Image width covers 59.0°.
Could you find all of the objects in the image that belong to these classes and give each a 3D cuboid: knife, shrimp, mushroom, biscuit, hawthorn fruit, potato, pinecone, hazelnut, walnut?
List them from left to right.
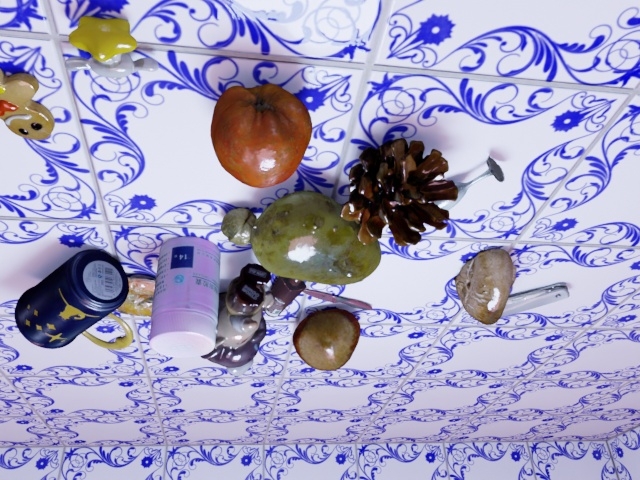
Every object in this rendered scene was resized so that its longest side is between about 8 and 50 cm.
[{"bbox_3d":[-0.551,-0.245,0.944,0.158,0.035,0.240,-16,144,22],"label":"biscuit"},{"bbox_3d":[-0.442,0.161,1.546,0.317,0.062,0.164,15,140,-21],"label":"shrimp"},{"bbox_3d":[-0.178,-0.031,1.260,0.092,0.092,0.092,-2,147,-2],"label":"walnut"},{"bbox_3d":[-0.105,-0.178,0.970,0.190,0.189,0.189,-2,147,-2],"label":"hawthorn fruit"},{"bbox_3d":[0.000,0.000,1.234,0.308,0.173,0.210,20,121,-33],"label":"potato"},{"bbox_3d":[0.025,0.300,1.689,0.210,0.186,0.210,-10,134,-11],"label":"hazelnut"},{"bbox_3d":[0.047,0.172,1.646,0.248,0.018,0.035,18,144,-24],"label":"knife"},{"bbox_3d":[0.155,-0.086,1.098,0.202,0.202,0.228,16,142,37],"label":"pinecone"},{"bbox_3d":[0.452,0.152,1.528,0.156,0.151,0.285,-2,146,1],"label":"mushroom"},{"bbox_3d":[0.599,0.181,1.683,0.266,0.040,0.073,-18,135,21],"label":"knife"}]

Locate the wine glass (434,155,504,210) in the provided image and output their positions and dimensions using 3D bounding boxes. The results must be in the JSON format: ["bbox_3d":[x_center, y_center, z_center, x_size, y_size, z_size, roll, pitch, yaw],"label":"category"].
[{"bbox_3d":[0.290,-0.104,1.209,0.066,0.066,0.198,25,139,-35],"label":"wine glass"}]

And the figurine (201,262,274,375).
[{"bbox_3d":[-0.198,0.196,1.473,0.206,0.217,0.365,20,143,-27],"label":"figurine"}]

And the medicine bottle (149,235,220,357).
[{"bbox_3d":[-0.317,0.134,1.337,0.152,0.253,0.152,-3,146,-2],"label":"medicine bottle"}]

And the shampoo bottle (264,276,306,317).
[{"bbox_3d":[-0.093,0.130,1.525,0.068,0.067,0.236,-5,151,-33],"label":"shampoo bottle"}]

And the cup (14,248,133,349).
[{"bbox_3d":[-0.582,0.156,1.428,0.256,0.178,0.255,-29,143,31],"label":"cup"}]

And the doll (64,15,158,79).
[{"bbox_3d":[-0.321,-0.286,0.879,0.135,0.071,0.113,10,152,-28],"label":"doll"}]
